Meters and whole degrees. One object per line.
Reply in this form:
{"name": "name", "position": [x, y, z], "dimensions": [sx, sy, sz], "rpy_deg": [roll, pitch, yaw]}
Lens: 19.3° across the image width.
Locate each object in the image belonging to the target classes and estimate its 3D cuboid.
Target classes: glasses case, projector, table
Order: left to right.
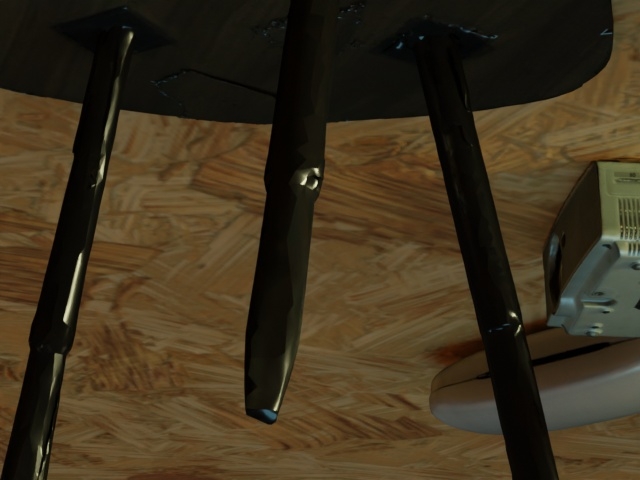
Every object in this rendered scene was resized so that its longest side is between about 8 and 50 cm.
{"name": "table", "position": [0.000, 0.000, 0.796], "dimensions": [0.317, 0.249, 0.317], "rpy_deg": [0, 159, 0]}
{"name": "glasses case", "position": [0.178, 0.093, 1.291], "dimensions": [0.233, 0.059, 0.092], "rpy_deg": [-20, 152, 40]}
{"name": "projector", "position": [0.196, 0.010, 1.082], "dimensions": [0.115, 0.061, 0.147], "rpy_deg": [3, 158, -4]}
